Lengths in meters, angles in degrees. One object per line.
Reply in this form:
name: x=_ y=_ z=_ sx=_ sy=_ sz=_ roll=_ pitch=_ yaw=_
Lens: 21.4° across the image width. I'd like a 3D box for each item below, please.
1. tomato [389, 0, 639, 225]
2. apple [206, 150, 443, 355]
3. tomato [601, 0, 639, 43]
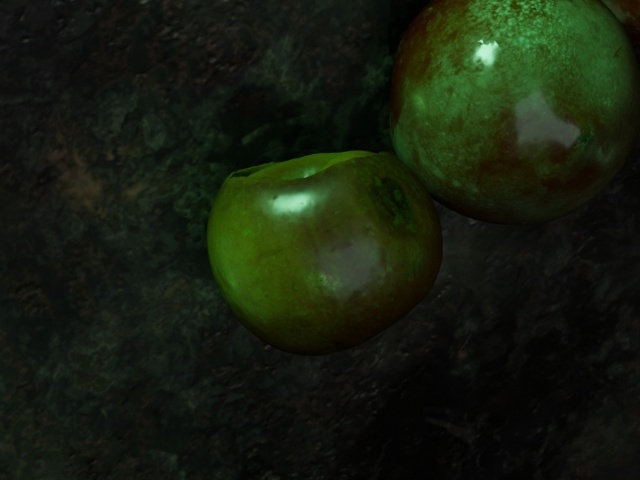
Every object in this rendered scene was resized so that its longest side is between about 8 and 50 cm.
tomato: x=0.208 y=-0.139 z=1.747 sx=0.270 sy=0.222 sz=0.270 roll=-15 pitch=125 yaw=-23
apple: x=0.000 y=0.000 z=1.725 sx=0.237 sy=0.237 sz=0.208 roll=-29 pitch=111 yaw=-8
tomato: x=0.368 y=-0.305 z=1.776 sx=0.200 sy=0.139 sz=0.233 roll=-45 pitch=129 yaw=2
